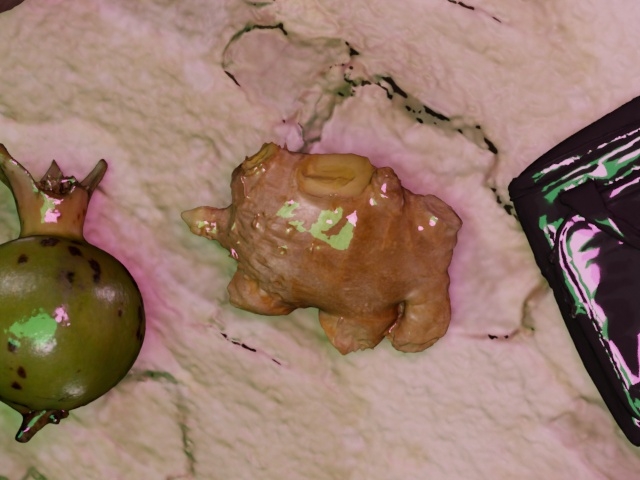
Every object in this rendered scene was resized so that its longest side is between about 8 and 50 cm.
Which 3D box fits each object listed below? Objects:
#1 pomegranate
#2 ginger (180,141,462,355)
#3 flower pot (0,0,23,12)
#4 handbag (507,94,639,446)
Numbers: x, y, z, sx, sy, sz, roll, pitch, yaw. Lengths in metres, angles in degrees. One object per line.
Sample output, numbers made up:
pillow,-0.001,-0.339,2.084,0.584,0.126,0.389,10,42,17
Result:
pomegranate,-0.220,0.034,1.402,0.156,0.156,0.220,-27,72,17
ginger,0.000,0.000,1.359,0.216,0.102,0.157,13,127,8
flower pot,-0.294,-0.347,1.311,0.330,0.293,0.293,42,106,-1
handbag,0.294,-0.001,1.291,0.275,0.088,0.244,-26,86,18
